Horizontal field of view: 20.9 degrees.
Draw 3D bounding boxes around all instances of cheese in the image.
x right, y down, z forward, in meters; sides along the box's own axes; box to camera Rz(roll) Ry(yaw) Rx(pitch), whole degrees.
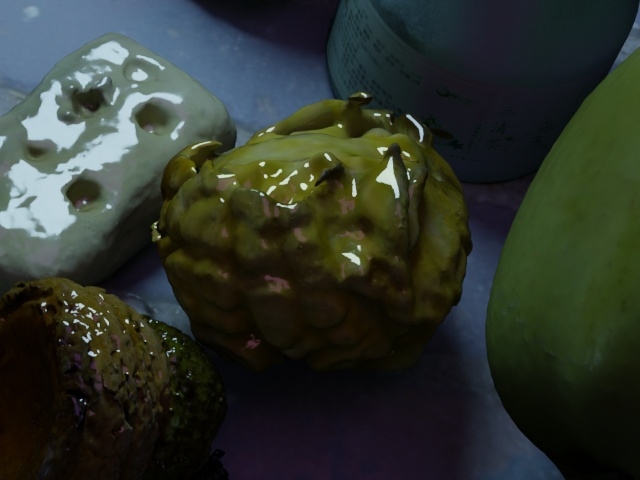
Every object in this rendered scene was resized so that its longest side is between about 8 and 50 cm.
[{"bbox_3d":[-0.194,-0.053,1.351,0.159,0.093,0.263,35,57,14],"label":"cheese"}]

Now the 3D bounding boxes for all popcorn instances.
[{"bbox_3d":[0.000,0.000,1.279,0.250,0.190,0.250,5,33,-3],"label":"popcorn"}]

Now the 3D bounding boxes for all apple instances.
[{"bbox_3d":[0.355,0.047,1.190,0.473,0.473,0.474,6,55,-8],"label":"apple"}]

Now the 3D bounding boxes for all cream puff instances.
[{"bbox_3d":[-0.144,0.125,1.212,0.169,0.183,0.183,13,48,-38],"label":"cream puff"}]

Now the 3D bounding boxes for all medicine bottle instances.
[{"bbox_3d":[0.146,-0.226,1.419,0.245,0.290,0.245,6,55,-8],"label":"medicine bottle"}]
